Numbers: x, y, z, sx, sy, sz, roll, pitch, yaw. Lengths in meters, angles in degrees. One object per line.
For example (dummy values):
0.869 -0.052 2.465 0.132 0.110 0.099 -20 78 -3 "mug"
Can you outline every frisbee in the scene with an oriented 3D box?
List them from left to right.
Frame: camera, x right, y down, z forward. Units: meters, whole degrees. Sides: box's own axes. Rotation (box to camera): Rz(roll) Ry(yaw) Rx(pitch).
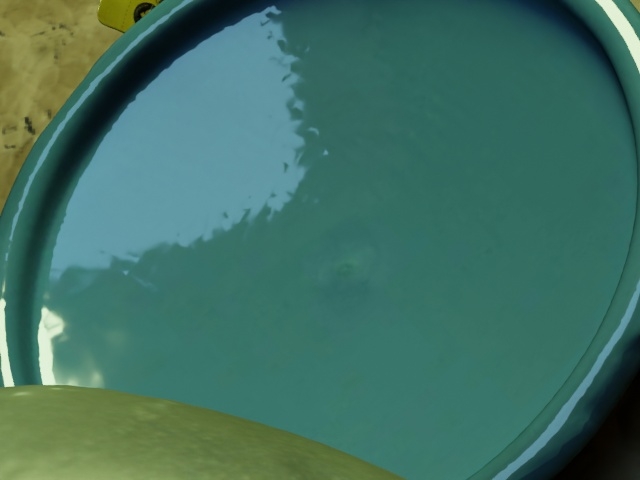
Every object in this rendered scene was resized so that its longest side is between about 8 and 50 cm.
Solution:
0.002 0.003 0.679 0.289 0.049 0.289 -13 56 21 "frisbee"

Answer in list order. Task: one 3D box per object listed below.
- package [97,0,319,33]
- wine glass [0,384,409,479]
-0.026 -0.116 0.794 0.131 0.047 0.071 -4 58 21 "package"
-0.109 0.155 0.495 0.323 0.238 0.238 0 54 24 "wine glass"
